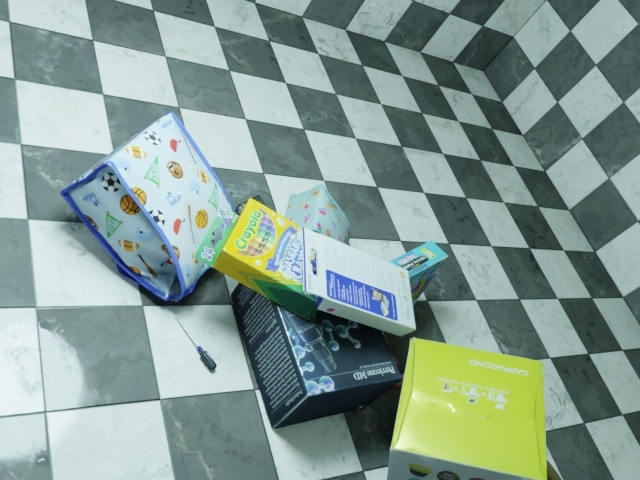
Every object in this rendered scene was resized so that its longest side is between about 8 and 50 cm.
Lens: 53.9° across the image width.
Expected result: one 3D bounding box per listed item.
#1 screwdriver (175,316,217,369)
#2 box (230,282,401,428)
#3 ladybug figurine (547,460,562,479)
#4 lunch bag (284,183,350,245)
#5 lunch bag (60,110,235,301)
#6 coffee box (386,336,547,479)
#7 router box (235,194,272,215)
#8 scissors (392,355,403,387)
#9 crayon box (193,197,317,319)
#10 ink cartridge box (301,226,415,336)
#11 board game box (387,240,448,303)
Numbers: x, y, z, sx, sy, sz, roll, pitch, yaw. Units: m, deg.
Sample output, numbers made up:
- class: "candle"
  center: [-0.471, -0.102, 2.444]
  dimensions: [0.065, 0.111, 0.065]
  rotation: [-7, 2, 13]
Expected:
- class: "screwdriver"
  center: [-0.317, 0.256, 1.584]
  dimensions: [0.170, 0.024, 0.025]
  rotation: [48, 13, 10]
- class: "box"
  center: [-0.022, 0.249, 1.662]
  dimensions: [0.293, 0.212, 0.396]
  rotation: [-2, 56, -35]
- class: "ladybug figurine"
  center: [0.553, 0.778, 1.681]
  dimensions: [0.304, 0.162, 0.450]
  rotation: [22, 44, -19]
- class: "lunch bag"
  center: [0.000, 0.000, 1.939]
  dimensions: [0.262, 0.160, 0.224]
  rotation: [56, 29, -36]
- class: "lunch bag"
  center: [-0.410, -0.076, 1.633]
  dimensions: [0.386, 0.238, 0.328]
  rotation: [54, 36, -20]
- class: "coffee box"
  center: [0.352, 0.494, 1.558]
  dimensions: [0.337, 0.335, 0.338]
  rotation: [9, 41, 11]
- class: "router box"
  center: [-0.191, -0.074, 1.953]
  dimensions: [0.122, 0.038, 0.092]
  rotation: [49, 41, 9]
- class: "scissors"
  center: [0.116, 0.353, 1.826]
  dimensions: [0.297, 0.021, 0.109]
  rotation: [19, 45, -24]
- class: "crayon box"
  center: [-0.125, 0.032, 1.562]
  dimensions: [0.322, 0.083, 0.203]
  rotation: [29, 44, -9]
- class: "ink cartridge box"
  center: [0.084, 0.107, 1.552]
  dimensions: [0.370, 0.069, 0.176]
  rotation: [24, 49, -36]
- class: "board game box"
  center: [0.213, 0.156, 1.888]
  dimensions: [0.079, 0.254, 0.336]
  rotation: [44, 40, 21]
